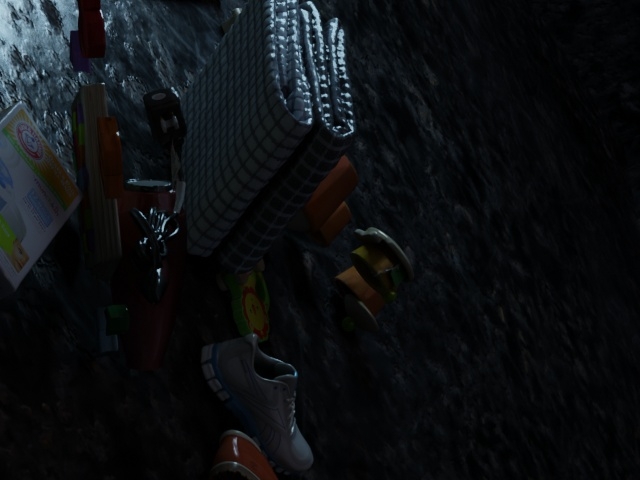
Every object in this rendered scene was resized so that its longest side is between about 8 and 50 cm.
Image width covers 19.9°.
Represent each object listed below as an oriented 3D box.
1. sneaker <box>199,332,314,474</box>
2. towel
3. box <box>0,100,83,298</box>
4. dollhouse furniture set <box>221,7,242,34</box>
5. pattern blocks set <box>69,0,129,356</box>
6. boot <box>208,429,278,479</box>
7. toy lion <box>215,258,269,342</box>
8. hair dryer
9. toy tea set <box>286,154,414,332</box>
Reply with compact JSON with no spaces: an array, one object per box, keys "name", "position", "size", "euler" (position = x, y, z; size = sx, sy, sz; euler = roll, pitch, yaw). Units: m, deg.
[{"name":"sneaker","position":[-0.051,0.179,2.000],"size":[0.191,0.083,0.071],"euler":[54,21,-26]},{"name":"towel","position":[-0.065,-0.131,2.096],"size":[0.121,0.235,0.284],"euler":[22,36,-23]},{"name":"box","position":[-0.306,-0.024,1.608],"size":[0.114,0.103,0.203],"euler":[58,22,-16]},{"name":"dollhouse furniture set","position":[-0.161,-0.447,2.340],"size":[0.356,0.173,0.303],"euler":[66,22,6]},{"name":"pattern blocks set","position":[-0.217,-0.058,1.739],"size":[0.285,0.026,0.325],"euler":[119,-36,-68]},{"name":"boot","position":[-0.057,0.267,1.922],"size":[0.158,0.059,0.085],"euler":[51,20,-27]},{"name":"toy lion","position":[-0.082,0.071,2.127],"size":[0.096,0.034,0.100],"euler":[69,20,-7]},{"name":"hair dryer","position":[-0.174,0.020,1.739],"size":[0.294,0.080,0.224],"euler":[93,3,-50]},{"name":"toy tea set","position":[0.000,0.000,2.287],"size":[0.336,0.124,0.200],"euler":[57,-15,-26]}]
